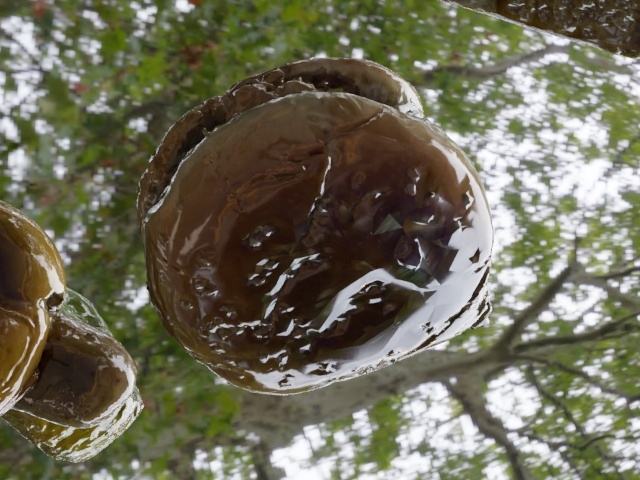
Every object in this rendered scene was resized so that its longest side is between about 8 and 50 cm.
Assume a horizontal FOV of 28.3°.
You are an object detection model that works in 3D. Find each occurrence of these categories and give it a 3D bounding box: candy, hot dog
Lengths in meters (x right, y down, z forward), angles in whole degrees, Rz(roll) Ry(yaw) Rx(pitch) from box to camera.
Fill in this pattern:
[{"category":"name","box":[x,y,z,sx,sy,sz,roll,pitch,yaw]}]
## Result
[{"category":"candy","box":[-0.268,0.087,1.142,0.118,0.260,0.260,-46,-115,-6]},{"category":"hot dog","box":[-0.130,0.025,0.415,0.140,0.060,0.090,-1,-117,9]}]

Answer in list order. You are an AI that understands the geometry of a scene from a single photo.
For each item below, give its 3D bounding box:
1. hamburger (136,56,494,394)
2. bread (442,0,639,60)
[{"category":"hamburger","box":[0.000,0.000,0.891,0.243,0.286,0.146,-51,-137,17]},{"category":"bread","box":[0.129,-0.209,0.753,0.222,0.096,0.181,21,-33,14]}]
